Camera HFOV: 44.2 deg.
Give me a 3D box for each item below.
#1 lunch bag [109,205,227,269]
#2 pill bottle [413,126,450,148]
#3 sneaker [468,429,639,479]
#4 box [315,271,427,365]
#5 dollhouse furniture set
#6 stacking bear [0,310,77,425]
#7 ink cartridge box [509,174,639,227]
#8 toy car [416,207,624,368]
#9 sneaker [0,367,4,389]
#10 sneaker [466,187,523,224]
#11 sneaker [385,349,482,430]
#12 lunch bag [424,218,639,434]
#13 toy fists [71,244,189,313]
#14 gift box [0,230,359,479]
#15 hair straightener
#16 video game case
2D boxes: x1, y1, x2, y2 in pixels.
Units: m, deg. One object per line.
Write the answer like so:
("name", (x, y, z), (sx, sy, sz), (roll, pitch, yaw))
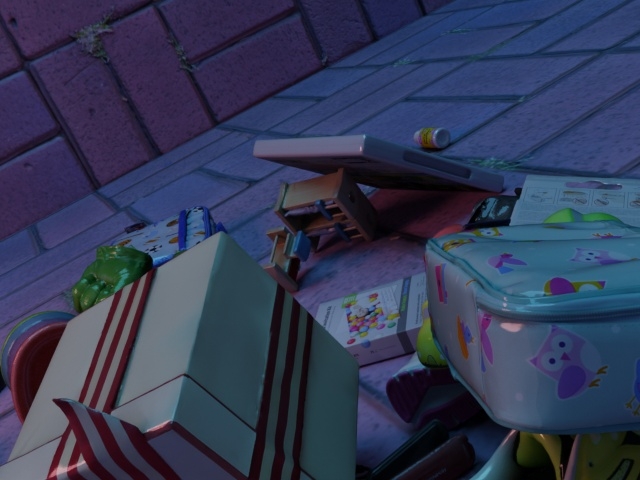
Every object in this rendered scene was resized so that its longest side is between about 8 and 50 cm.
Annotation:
("lunch bag", (-0.304, 0.030, 1.573), (0.243, 0.114, 0.303), (-23, 21, -1))
("pill bottle", (0.232, -0.215, 1.654), (0.043, 0.043, 0.083), (-33, 21, -21))
("sneaker", (0.227, 0.169, 0.561), (0.385, 0.147, 0.145), (-29, 19, -17))
("box", (0.078, 0.107, 1.043), (0.186, 0.038, 0.145), (-19, 21, 19))
("dollhouse furniture set", (0.000, 0.000, 1.319), (0.129, 0.129, 0.183), (-12, 48, 31))
("stacking bear", (-0.437, 0.190, 1.277), (0.175, 0.164, 0.289), (-34, 17, -23))
("ink cartridge box", (0.322, -0.009, 0.952), (0.181, 0.056, 0.224), (5, 29, 21))
("toy car", (0.196, 0.017, 0.805), (0.225, 0.053, 0.239), (-24, 22, 21))
("sneaker", (-0.652, 0.288, 1.391), (0.082, 0.069, 0.209), (-16, 22, 33))
("sneaker", (0.223, -0.001, 1.041), (0.234, 0.078, 0.106), (-30, 52, -24))
("sneaker", (0.192, 0.112, 0.806), (0.252, 0.102, 0.111), (-14, 24, 26))
("lunch bag", (0.204, 0.046, 0.594), (0.224, 0.107, 0.279), (-7, 10, -2))
("toy fists", (-0.290, 0.086, 1.334), (0.279, 0.096, 0.142), (3, 63, 16))
("gift box", (-0.135, 0.176, 0.697), (0.255, 0.276, 0.258), (-34, 30, 27))
("hair straightener", (0.035, 0.248, 0.750), (0.230, 0.047, 0.089), (-35, 22, -15))
("video game case", (0.092, -0.129, 1.353), (0.300, 0.036, 0.329), (11, -2, -34))
